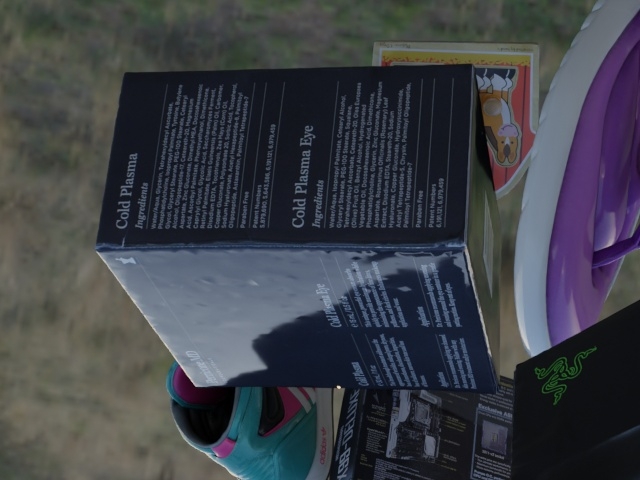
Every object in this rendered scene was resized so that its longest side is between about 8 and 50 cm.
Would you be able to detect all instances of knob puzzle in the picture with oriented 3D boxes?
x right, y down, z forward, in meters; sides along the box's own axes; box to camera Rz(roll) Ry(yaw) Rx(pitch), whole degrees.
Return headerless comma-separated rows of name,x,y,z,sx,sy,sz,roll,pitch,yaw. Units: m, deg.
knob puzzle,0.137,-0.109,1.582,0.213,0.213,0.030,7,-161,4

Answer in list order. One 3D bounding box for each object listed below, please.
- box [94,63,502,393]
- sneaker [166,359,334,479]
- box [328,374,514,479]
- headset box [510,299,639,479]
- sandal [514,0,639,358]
box,0.000,0.000,1.402,0.312,0.179,0.343,-1,154,11
sneaker,-0.086,0.156,1.715,0.178,0.296,0.124,34,118,-26
box,0.165,0.256,1.594,0.307,0.242,0.076,18,142,-11
headset box,0.219,0.117,0.691,0.283,0.246,0.131,-32,114,27
sandal,0.237,-0.093,1.041,0.102,0.416,0.169,8,144,30
